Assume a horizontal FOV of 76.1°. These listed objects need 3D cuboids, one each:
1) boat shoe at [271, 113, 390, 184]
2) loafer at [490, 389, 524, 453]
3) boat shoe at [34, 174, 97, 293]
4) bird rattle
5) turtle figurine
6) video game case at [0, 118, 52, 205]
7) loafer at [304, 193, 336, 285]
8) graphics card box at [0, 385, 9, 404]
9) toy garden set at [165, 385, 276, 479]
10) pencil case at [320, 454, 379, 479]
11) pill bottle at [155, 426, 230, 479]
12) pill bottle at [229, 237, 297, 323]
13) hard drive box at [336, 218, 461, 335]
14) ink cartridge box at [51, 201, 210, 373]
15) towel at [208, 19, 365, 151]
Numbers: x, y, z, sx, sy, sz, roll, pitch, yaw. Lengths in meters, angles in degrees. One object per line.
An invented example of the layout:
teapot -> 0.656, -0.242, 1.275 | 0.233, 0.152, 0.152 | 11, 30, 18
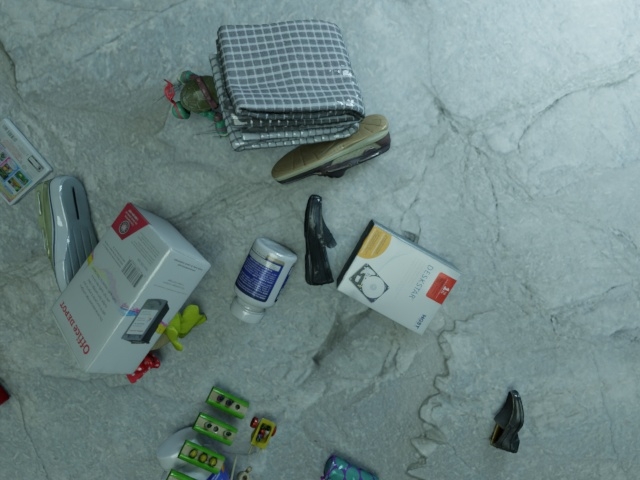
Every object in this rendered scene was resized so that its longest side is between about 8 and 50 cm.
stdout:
boat shoe -> 0.028, -0.187, 0.933 | 0.285, 0.103, 0.092 | -25, 130, 7
loafer -> 0.476, 0.463, 1.045 | 0.061, 0.062, 0.170 | 3, 99, 6
boat shoe -> -0.618, -0.003, 0.996 | 0.094, 0.109, 0.303 | -5, 91, 18
bird rattle -> -0.426, 0.215, 1.029 | 0.253, 0.143, 0.207 | -31, 86, 20
turtle figurine -> -0.247, -0.318, 0.915 | 0.234, 0.118, 0.175 | -27, 102, -1
video game case -> -0.761, -0.190, 1.000 | 0.143, 0.019, 0.157 | -37, 97, 8
loafer -> 0.000, 0.000, 0.979 | 0.078, 0.076, 0.223 | -1, 104, -3
graphics card box -> -1.055, 0.433, 1.080 | 0.370, 0.094, 0.233 | -33, 97, 6
toy garden set -> -0.231, 0.521, 1.012 | 0.203, 0.049, 0.244 | 33, 58, -15
pencil case -> 0.081, 0.633, 1.085 | 0.151, 0.064, 0.070 | 30, 83, -2
pill bottle -> -0.314, 0.634, 1.057 | 0.152, 0.152, 0.272 | -20, 98, 5
pill bottle -> -0.142, 0.098, 0.979 | 0.112, 0.112, 0.187 | 26, 99, -2
hard drive box -> 0.180, 0.085, 0.976 | 0.232, 0.089, 0.181 | 28, 100, -3
ink cartridge box -> -0.424, 0.103, 0.911 | 0.226, 0.131, 0.306 | 37, 92, 34
towel -> -0.068, -0.322, 0.828 | 0.283, 0.121, 0.235 | -10, 74, -17
